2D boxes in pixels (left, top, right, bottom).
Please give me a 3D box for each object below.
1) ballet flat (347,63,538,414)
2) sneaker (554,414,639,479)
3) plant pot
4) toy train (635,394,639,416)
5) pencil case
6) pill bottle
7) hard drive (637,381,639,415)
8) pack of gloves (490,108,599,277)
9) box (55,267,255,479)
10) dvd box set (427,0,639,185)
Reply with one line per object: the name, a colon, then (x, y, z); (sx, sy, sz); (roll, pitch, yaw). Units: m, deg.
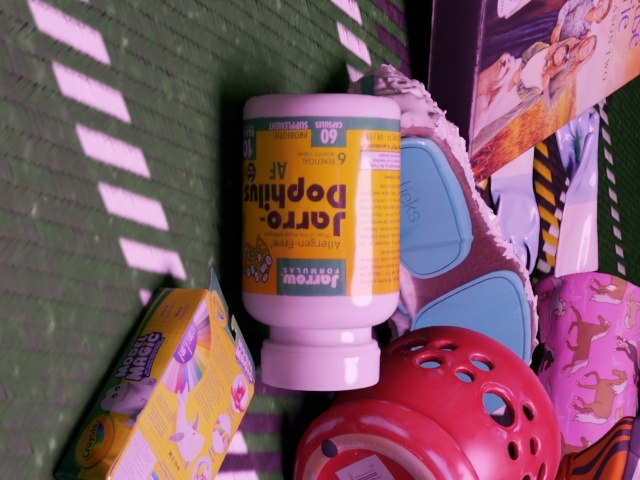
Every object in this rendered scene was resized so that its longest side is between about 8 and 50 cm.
ballet flat: (0.109, 0.001, 1.192); (0.409, 0.147, 0.147); (68, 32, -43)
sneaker: (0.238, 0.285, 1.397); (0.124, 0.180, 0.321); (-57, 168, -49)
plant pot: (0.080, 0.186, 1.061); (0.174, 0.191, 0.191); (-29, 118, -54)
toy train: (0.451, 0.296, 1.993); (0.334, 0.142, 0.190); (52, 55, -56)
pencil case: (0.338, 0.234, 1.687); (0.167, 0.160, 0.386); (42, 52, -55)
pill bottle: (0.000, 0.000, 0.940); (0.117, 0.118, 0.208); (-5, 96, -67)
hard drive: (0.438, 0.184, 1.694); (0.135, 0.022, 0.094); (-73, 170, -55)
pack of gloves: (0.291, -0.062, 1.593); (0.195, 0.046, 0.232); (-9, 102, -37)
box: (-0.096, 0.111, 0.820); (0.179, 0.043, 0.105); (-63, 145, -41)
dvd box set: (0.258, -0.265, 1.374); (0.420, 0.062, 0.307); (-32, 135, -43)
